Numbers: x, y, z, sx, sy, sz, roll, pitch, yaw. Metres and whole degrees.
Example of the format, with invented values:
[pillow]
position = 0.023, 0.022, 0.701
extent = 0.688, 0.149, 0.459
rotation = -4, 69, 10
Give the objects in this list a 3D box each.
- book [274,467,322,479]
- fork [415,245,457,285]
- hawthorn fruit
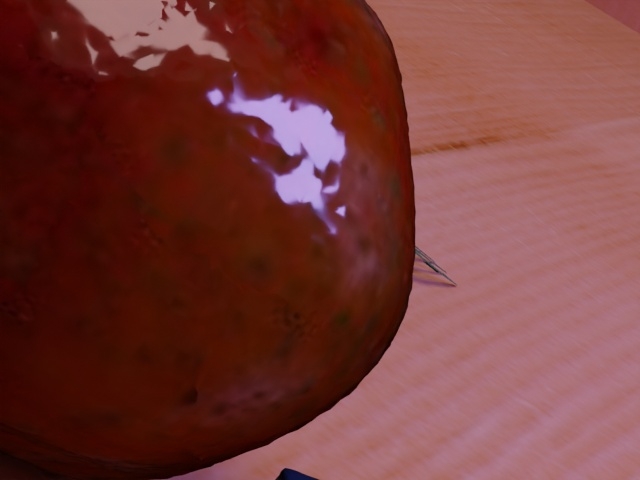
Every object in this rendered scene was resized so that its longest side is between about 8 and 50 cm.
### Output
[book]
position = 0.133, 0.251, 0.587
extent = 0.300, 0.039, 0.428
rotation = 22, 21, -17
[fork]
position = 0.001, -0.002, 1.060
extent = 0.235, 0.021, 0.039
rotation = 11, 23, -39
[hawthorn fruit]
position = -0.119, -0.028, 0.658
extent = 0.300, 0.254, 0.254
rotation = 5, 30, -36
